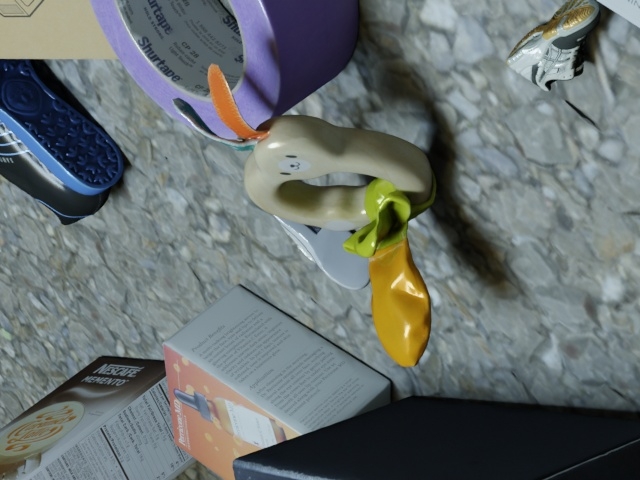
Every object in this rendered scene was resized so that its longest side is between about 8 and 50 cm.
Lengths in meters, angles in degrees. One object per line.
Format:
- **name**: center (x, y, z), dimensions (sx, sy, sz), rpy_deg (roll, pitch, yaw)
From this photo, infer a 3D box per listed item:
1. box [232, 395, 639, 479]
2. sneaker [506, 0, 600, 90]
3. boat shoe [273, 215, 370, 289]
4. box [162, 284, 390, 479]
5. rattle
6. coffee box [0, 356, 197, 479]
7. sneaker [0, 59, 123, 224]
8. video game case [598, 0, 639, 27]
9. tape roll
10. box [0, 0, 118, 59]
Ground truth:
- **box**: center (0.113, 0.276, 1.204), dimensions (0.296, 0.183, 0.294), rpy_deg (0, 105, 56)
- **sneaker**: center (0.144, -0.114, 1.007), dimensions (0.037, 0.032, 0.083), rpy_deg (41, 154, -8)
- **boat shoe**: center (0.000, 0.000, 1.293), dimensions (0.100, 0.035, 0.035), rpy_deg (41, 174, 10)
- **box**: center (-0.035, 0.142, 1.415), dimensions (0.170, 0.091, 0.130), rpy_deg (30, 142, 30)
- **rattle**: center (-0.014, -0.013, 1.122), dimensions (0.130, 0.143, 0.200), rpy_deg (7, 168, 36)
- **coffee box**: center (-0.238, 0.214, 1.592), dimensions (0.141, 0.246, 0.098), rpy_deg (-1, 120, 51)
- **sneaker**: center (-0.268, -0.110, 1.470), dimensions (0.232, 0.081, 0.090), rpy_deg (49, 140, 3)
- **video game case**: center (0.204, -0.158, 0.891), dimensions (0.143, 0.019, 0.157), rpy_deg (37, 145, 21)
- **tape roll**: center (-0.070, -0.168, 1.168), dimensions (0.189, 0.080, 0.189), rpy_deg (33, 144, 28)
- **box**: center (-0.243, -0.229, 1.324), dimensions (0.164, 0.021, 0.201), rpy_deg (4, 128, 22)
